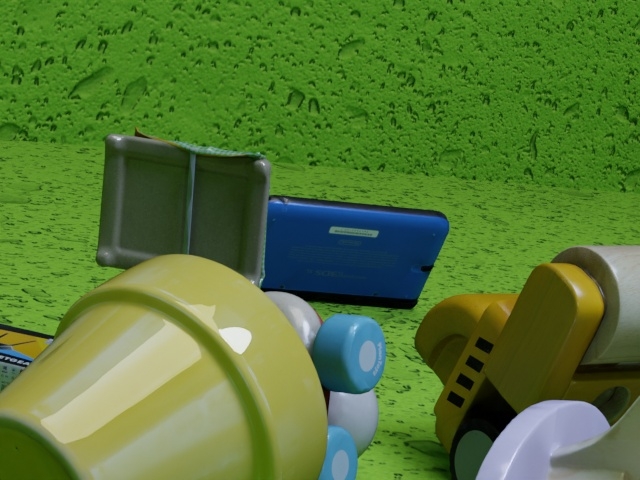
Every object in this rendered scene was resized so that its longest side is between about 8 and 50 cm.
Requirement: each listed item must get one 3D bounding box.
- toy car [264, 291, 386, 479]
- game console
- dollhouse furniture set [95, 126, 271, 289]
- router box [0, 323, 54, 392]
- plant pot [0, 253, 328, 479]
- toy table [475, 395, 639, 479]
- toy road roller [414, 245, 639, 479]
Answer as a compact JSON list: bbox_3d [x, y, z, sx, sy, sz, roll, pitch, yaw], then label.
[{"bbox_3d":[-0.019,0.182,1.649,0.219,0.210,0.238,2,-23,34],"label":"toy car"},{"bbox_3d":[0.000,0.000,2.441,0.293,0.250,0.173,5,40,-21],"label":"game console"},{"bbox_3d":[-0.139,0.025,1.866,0.198,0.301,0.151,11,14,16],"label":"dollhouse furniture set"},{"bbox_3d":[-0.363,0.126,1.834,0.179,0.046,0.133,12,12,11],"label":"router box"},{"bbox_3d":[-0.162,0.168,1.394,0.254,0.254,0.239,18,30,32],"label":"plant pot"},{"bbox_3d":[0.252,0.235,1.441,0.161,0.252,0.274,-1,25,31],"label":"toy table"},{"bbox_3d":[0.231,0.108,1.745,0.203,0.329,0.240,1,37,-35],"label":"toy road roller"}]
